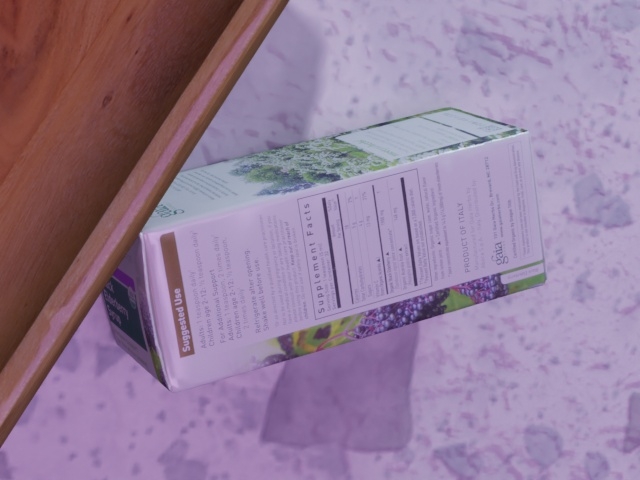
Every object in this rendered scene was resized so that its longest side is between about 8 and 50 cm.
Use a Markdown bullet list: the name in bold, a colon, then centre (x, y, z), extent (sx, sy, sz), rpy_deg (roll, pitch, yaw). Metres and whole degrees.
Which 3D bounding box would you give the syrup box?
- **syrup box**: centre (0.000, 0.000, 0.915), extent (0.237, 0.093, 0.096), rpy_deg (-16, 109, -21)

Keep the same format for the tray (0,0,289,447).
- **tray**: centre (-0.160, -0.080, 0.790), extent (0.203, 0.076, 0.411), rpy_deg (33, 86, 0)
